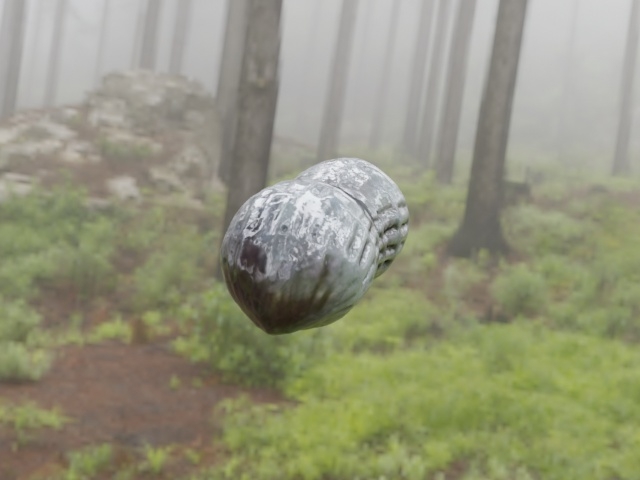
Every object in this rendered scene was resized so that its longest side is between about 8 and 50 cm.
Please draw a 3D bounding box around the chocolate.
[{"bbox_3d":[0.000,0.000,0.659,0.072,0.072,0.167,8,14,15],"label":"chocolate"}]
